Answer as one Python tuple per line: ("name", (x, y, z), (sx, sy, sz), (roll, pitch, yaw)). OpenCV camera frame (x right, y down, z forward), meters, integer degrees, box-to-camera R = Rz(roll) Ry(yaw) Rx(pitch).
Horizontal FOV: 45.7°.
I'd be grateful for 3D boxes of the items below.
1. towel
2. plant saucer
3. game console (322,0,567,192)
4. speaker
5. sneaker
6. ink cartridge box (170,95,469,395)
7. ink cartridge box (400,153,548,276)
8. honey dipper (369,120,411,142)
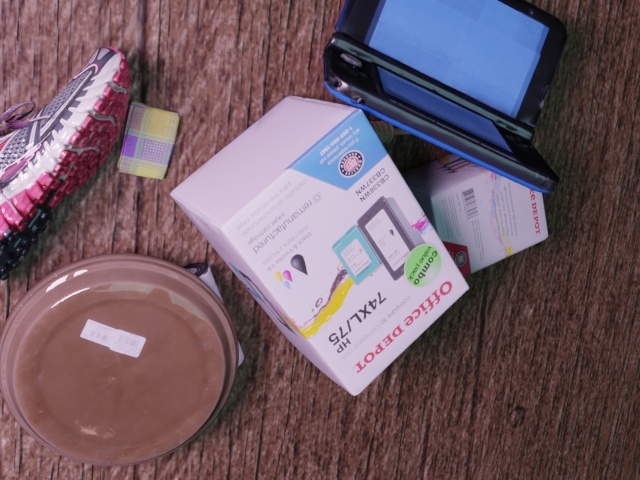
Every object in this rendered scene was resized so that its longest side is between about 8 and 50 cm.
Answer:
("towel", (-0.200, -0.115, 0.882), (0.060, 0.009, 0.083), (9, 100, -29))
("plant saucer", (-0.232, 0.150, 0.885), (0.277, 0.041, 0.278), (-4, 109, -12))
("game console", (0.166, -0.220, 0.900), (0.293, 0.250, 0.173), (23, 113, -11))
("speaker", (-0.140, 0.099, 0.942), (0.055, 0.055, 0.136), (-26, 114, -19))
("sneaker", (-0.306, -0.089, 0.780), (0.112, 0.121, 0.299), (37, 76, 1))
("ink cartridge box", (0.000, 0.000, 0.905), (0.198, 0.197, 0.270), (-42, 118, -11))
("ink cartridge box", (0.197, -0.042, 1.034), (0.176, 0.127, 0.128), (-21, 111, -20))
("honey dipper", (0.128, -0.148, 1.031), (0.160, 0.030, 0.030), (-6, 106, -30))
